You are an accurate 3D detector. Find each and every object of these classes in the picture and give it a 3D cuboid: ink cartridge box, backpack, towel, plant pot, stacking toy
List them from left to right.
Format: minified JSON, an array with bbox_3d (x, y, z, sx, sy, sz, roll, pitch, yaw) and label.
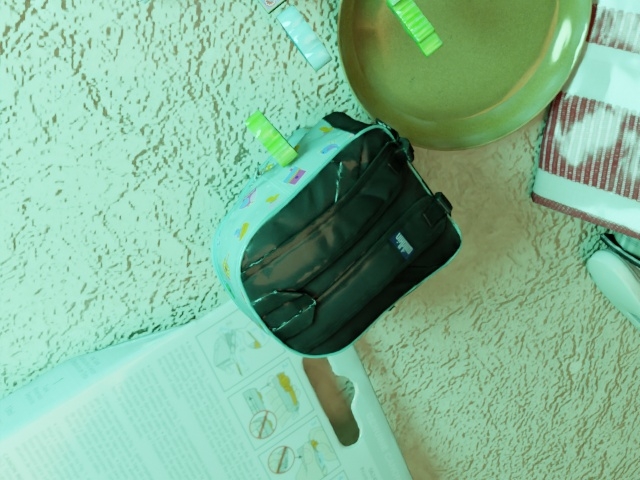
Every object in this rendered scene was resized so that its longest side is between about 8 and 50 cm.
[{"bbox_3d":[-0.125,0.223,0.921,0.385,0.091,0.308,-32,112,-20],"label":"ink cartridge box"},{"bbox_3d":[-0.034,-0.188,0.730,0.167,0.052,0.221,-39,99,4],"label":"stacking toy"},{"bbox_3d":[0.000,0.000,0.812,0.188,0.144,0.166,-47,123,-15],"label":"backpack"},{"bbox_3d":[0.124,-0.194,0.824,0.236,0.032,0.236,-7,117,-14],"label":"plant pot"},{"bbox_3d":[0.324,-0.148,0.816,0.037,0.237,0.329,-23,129,-51],"label":"towel"}]

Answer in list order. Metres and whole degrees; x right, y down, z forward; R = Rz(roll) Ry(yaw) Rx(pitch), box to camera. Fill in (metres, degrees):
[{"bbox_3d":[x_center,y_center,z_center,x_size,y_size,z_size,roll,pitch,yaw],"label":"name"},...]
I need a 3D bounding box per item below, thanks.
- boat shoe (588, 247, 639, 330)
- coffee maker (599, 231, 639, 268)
[{"bbox_3d":[0.353,0.054,1.004,0.184,0.066,0.063,41,85,-27],"label":"boat shoe"},{"bbox_3d":[0.384,-0.058,0.939,0.171,0.120,0.178,-10,125,-52],"label":"coffee maker"}]
